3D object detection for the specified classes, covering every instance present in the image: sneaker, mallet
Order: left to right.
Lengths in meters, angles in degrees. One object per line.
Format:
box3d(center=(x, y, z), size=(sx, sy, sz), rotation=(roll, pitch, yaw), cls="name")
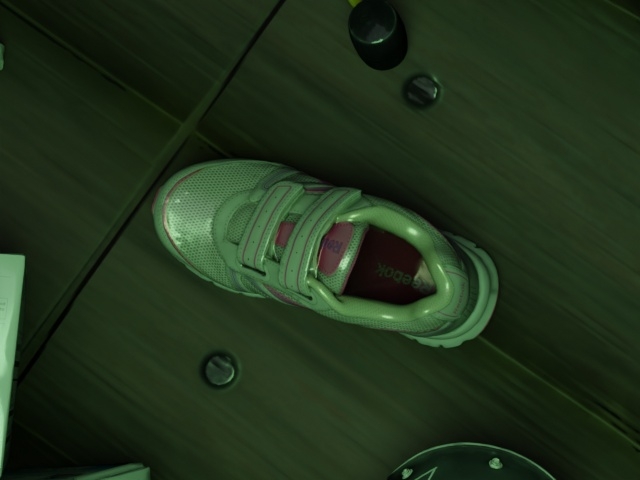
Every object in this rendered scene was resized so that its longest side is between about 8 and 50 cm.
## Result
box3d(center=(0.000, 0.000, 1.112), size=(0.252, 0.111, 0.103), rotation=(14, 85, 9), cls="sneaker")
box3d(center=(0.004, -0.202, 1.178), size=(0.039, 0.062, 0.190), rotation=(-34, 66, 1), cls="mallet")

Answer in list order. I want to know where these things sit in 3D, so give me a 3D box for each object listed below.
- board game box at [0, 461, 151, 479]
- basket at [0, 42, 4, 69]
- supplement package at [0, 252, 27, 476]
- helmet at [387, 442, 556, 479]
box3d(center=(-0.288, 0.188, 1.056), size=(0.305, 0.193, 0.053), rotation=(-6, 87, 20), cls="board game box")
box3d(center=(-0.329, -0.111, 1.168), size=(0.167, 0.113, 0.103), rotation=(6, 86, 8), cls="basket")
box3d(center=(-0.332, 0.071, 1.070), size=(0.261, 0.204, 0.145), rotation=(7, 85, -9), cls="supplement package")
box3d(center=(0.096, 0.216, 1.049), size=(0.169, 0.161, 0.169), rotation=(-1, 83, 7), cls="helmet")
